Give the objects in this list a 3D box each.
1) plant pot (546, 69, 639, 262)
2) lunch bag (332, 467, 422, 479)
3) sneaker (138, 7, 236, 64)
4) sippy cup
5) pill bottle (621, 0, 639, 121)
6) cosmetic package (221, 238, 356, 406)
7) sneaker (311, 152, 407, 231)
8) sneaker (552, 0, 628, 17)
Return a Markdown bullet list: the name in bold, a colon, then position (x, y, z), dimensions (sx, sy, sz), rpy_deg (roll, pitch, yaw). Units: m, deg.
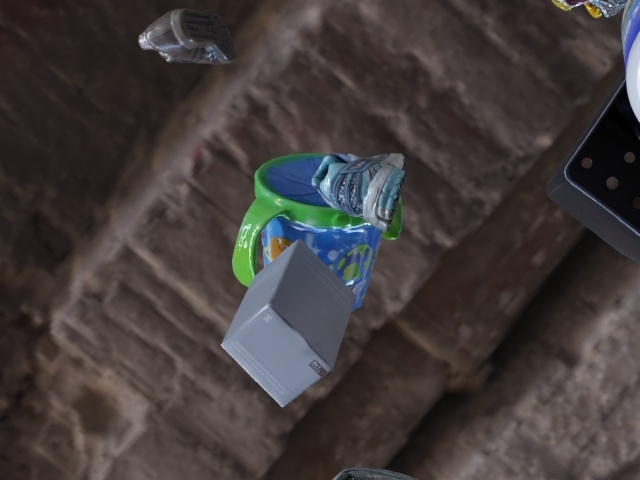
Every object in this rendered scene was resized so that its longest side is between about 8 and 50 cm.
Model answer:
- **plant pot**: position (0.362, -0.076, 1.609), dimensions (0.187, 0.188, 0.167), rpy_deg (37, 166, -5)
- **lunch bag**: position (0.109, 0.480, 2.009), dimensions (0.256, 0.212, 0.305), rpy_deg (30, 142, 29)
- **sneaker**: position (-0.169, -0.257, 1.813), dimensions (0.188, 0.071, 0.066), rpy_deg (10, -115, -72)
- **sippy cup**: position (0.000, 0.000, 2.363), dimensions (0.305, 0.224, 0.240), rpy_deg (1, -153, -9)
- **pill bottle**: position (0.355, -0.165, 1.307), dimensions (0.152, 0.152, 0.272), rpy_deg (39, -156, -7)
- **cosmetic package**: position (-0.039, 0.107, 1.939), dimensions (0.127, 0.107, 0.238), rpy_deg (47, -156, -8)
- **sneaker**: position (0.053, -0.089, 2.032), dimensions (0.122, 0.110, 0.283), rpy_deg (20, -177, -2)
- **sneaker**: position (0.412, -0.364, 2.015), dimensions (0.225, 0.093, 0.088), rpy_deg (-2, -144, -31)
